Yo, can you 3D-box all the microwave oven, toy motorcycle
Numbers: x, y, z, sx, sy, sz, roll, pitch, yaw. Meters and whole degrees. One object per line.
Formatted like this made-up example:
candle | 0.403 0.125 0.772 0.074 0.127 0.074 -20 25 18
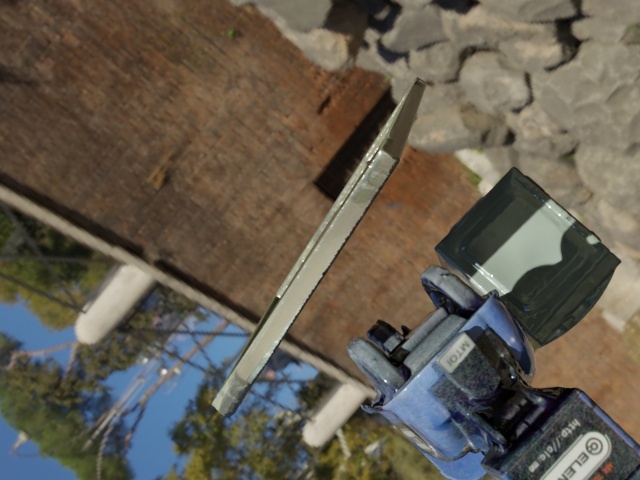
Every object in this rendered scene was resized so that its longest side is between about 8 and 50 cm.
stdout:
microwave oven | 0.218 0.027 0.962 0.162 0.122 0.208 45 180 15
toy motorcycle | 0.122 0.136 0.724 0.212 0.125 0.358 45 174 7

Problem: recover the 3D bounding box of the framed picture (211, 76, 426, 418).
framed picture | 0.000 0.000 0.715 0.023 0.260 0.189 31 -153 -3
